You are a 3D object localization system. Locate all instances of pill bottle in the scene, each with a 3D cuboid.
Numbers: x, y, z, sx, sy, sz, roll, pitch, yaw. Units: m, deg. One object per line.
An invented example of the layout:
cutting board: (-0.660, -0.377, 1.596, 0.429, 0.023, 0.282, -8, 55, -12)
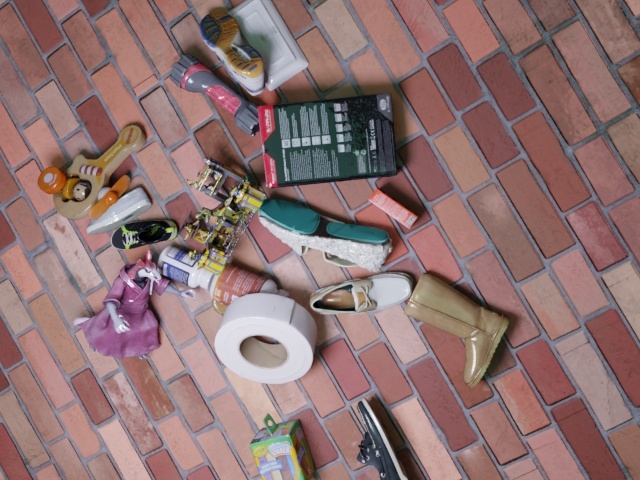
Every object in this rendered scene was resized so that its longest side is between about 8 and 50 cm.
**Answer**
pill bottle: (-0.401, 0.087, 1.871, 0.170, 0.094, 0.094, 23, 99, 9)
pill bottle: (-0.207, 0.157, 1.821, 0.216, 0.121, 0.121, 21, 99, 10)

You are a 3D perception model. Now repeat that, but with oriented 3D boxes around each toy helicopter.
toy helicopter: (-0.661, -0.204, 1.873, 0.355, 0.140, 0.235, -47, 63, -3)

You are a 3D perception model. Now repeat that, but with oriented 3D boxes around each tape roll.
tape roll: (-0.153, 0.283, 1.761, 0.286, 0.100, 0.286, 5, 129, 6)

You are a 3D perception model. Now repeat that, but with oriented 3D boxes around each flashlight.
flashlight: (-0.298, -0.421, 1.803, 0.304, 0.103, 0.103, 40, 100, 7)

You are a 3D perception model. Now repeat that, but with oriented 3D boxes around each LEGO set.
LEGO set: (-0.314, -0.083, 1.754, 0.192, 0.255, 0.331, 27, 113, -19)

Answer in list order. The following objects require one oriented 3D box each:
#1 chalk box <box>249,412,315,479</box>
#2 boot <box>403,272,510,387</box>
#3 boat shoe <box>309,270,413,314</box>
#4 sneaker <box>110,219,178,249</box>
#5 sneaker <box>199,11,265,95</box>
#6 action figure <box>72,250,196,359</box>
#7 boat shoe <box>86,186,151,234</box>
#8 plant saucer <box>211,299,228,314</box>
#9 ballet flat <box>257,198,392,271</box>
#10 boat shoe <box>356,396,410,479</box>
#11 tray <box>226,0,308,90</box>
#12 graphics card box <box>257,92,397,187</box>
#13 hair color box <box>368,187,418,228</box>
chalk box: (-0.117, 0.622, 1.835, 0.132, 0.132, 0.212, -17, 92, 13)
boot: (0.360, 0.251, 1.732, 0.270, 0.089, 0.236, 26, 89, 9)
boat shoe: (0.117, 0.163, 1.762, 0.303, 0.103, 0.113, -15, 92, 13)
sneaker: (-0.552, -0.023, 1.892, 0.235, 0.097, 0.084, -12, 92, 13)
sneaker: (-0.256, -0.536, 1.783, 0.112, 0.131, 0.296, -28, 64, -8)
action figure: (-0.562, 0.178, 1.859, 0.276, 0.248, 0.370, 37, 119, 33)
boat shoe: (-0.636, -0.093, 1.921, 0.228, 0.079, 0.081, -27, 79, 8)
plant saucer: (-0.299, 0.191, 1.898, 0.084, 0.015, 0.083, 1, 95, 12)
ballet flat: (0.000, 0.000, 1.766, 0.409, 0.147, 0.146, 17, 98, 10)
boat shoe: (0.163, 0.624, 1.780, 0.113, 0.127, 0.340, -25, 98, 1)
tray: (-0.161, -0.589, 1.798, 0.145, 0.030, 0.270, -31, 88, 12)
graphics card box: (0.023, -0.277, 1.724, 0.371, 0.094, 0.232, -6, 93, 4)
hair color box: (0.207, -0.092, 1.739, 0.141, 0.072, 0.043, 36, 101, 6)
